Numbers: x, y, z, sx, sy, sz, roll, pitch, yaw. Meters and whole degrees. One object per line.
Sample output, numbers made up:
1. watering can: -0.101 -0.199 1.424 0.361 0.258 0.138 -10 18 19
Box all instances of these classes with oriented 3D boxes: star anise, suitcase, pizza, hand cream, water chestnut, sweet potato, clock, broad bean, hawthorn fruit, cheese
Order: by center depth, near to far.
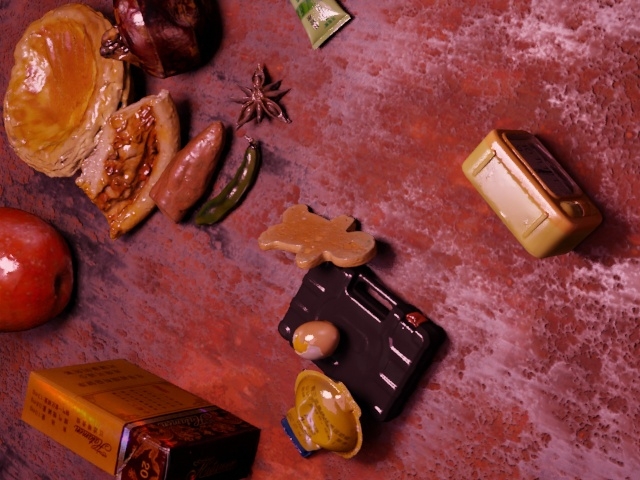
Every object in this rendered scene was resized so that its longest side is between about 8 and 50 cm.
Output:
1. clock: 0.329 -0.076 1.548 0.202 0.143 0.096 53 126 22
2. suitcase: 0.066 0.166 1.787 0.285 0.066 0.206 39 113 29
3. cheese: -0.003 0.323 1.797 0.177 0.069 0.270 55 144 9
4. hand cream: -0.021 -0.452 1.849 0.095 0.046 0.175 -37 72 27
5. star anise: -0.116 -0.282 1.917 0.124 0.056 0.129 -7 82 10
6. water chestnut: -0.330 -0.430 1.957 0.238 0.224 0.224 -20 78 3
7. broad bean: -0.178 -0.105 1.973 0.069 0.039 0.227 43 113 20
8. sweet potato: -0.262 -0.135 1.998 0.097 0.097 0.252 50 119 24
9. pizza: -0.389 -0.153 2.039 0.365 0.182 0.074 -58 37 24
10. hawthorn fruit: -0.688 0.068 2.204 0.284 0.284 0.284 1 91 35

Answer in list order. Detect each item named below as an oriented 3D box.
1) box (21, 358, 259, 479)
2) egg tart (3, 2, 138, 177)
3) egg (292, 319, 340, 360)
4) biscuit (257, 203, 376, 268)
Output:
1. box: -0.357 0.365 1.971 0.415 0.264 0.116 20 100 33
2. egg tart: -0.527 -0.317 2.140 0.387 0.169 0.388 -2 86 36
3. egg: -0.005 0.175 1.753 0.083 0.071 0.071 -16 82 34
4. biscuit: 0.000 0.000 1.790 0.234 0.153 0.030 15 136 36
